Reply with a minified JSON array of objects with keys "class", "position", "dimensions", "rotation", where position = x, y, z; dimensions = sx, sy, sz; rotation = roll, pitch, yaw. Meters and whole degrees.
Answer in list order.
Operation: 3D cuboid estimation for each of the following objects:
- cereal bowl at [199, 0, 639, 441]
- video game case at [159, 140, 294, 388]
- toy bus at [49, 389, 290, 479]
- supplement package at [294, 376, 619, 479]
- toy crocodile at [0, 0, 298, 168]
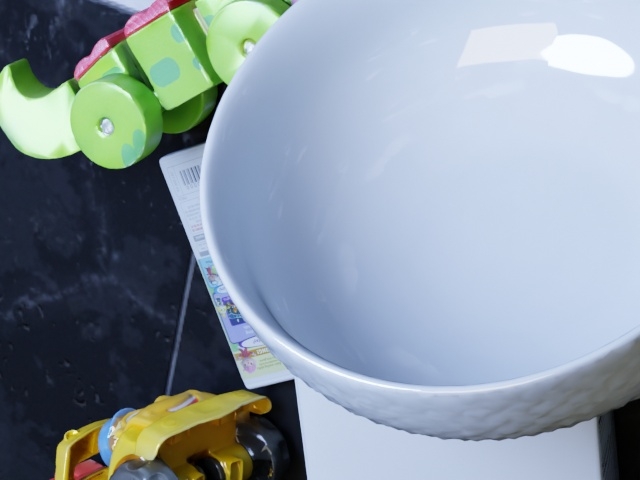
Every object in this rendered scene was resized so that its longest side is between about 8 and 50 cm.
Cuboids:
[{"class":"cereal bowl","position":[0.107,-0.027,0.952],"dimensions":[0.339,0.339,0.141],"rotation":[6,151,26]},{"class":"video game case","position":[0.000,0.000,1.196],"dimensions":[0.212,0.023,0.193],"rotation":[-16,99,31]},{"class":"toy bus","position":[-0.146,0.208,1.291],"dimensions":[0.211,0.149,0.220],"rotation":[21,115,38]},{"class":"supplement package","position":[0.099,0.136,1.091],"dimensions":[0.194,0.149,0.203],"rotation":[-2,108,14]},{"class":"toy crocodile","position":[-0.084,-0.139,1.134],"dimensions":[0.341,0.115,0.105],"rotation":[-24,100,32]}]
